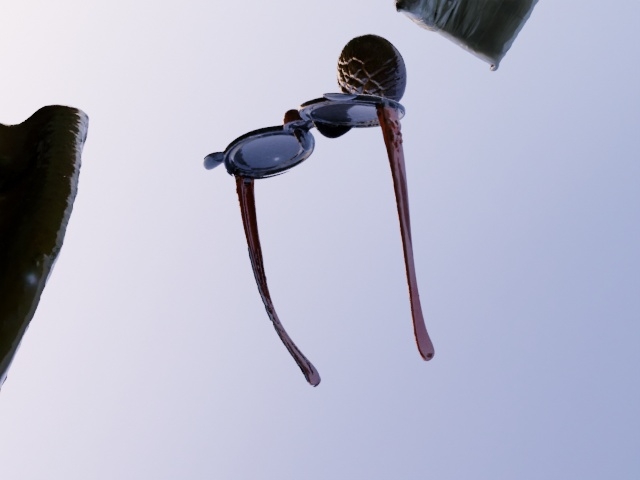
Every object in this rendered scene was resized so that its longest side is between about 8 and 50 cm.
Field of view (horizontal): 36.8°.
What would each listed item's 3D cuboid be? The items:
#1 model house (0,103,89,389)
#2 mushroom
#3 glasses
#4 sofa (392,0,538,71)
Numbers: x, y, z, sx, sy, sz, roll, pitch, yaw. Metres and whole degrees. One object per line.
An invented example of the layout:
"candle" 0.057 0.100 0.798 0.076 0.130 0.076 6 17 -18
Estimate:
"model house" -0.254 -0.002 0.452 0.173 0.239 0.268 -50 -155 19
"mushroom" 0.073 -0.246 1.435 0.085 0.126 0.109 -23 -152 -20
"glasses" 0.000 0.000 0.941 0.234 0.118 0.268 -20 -107 43
"sofa" 0.258 -0.421 1.603 0.210 0.225 0.176 -58 -175 11
